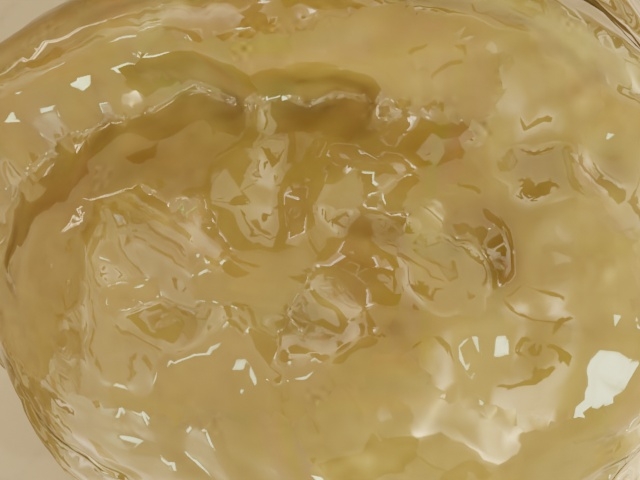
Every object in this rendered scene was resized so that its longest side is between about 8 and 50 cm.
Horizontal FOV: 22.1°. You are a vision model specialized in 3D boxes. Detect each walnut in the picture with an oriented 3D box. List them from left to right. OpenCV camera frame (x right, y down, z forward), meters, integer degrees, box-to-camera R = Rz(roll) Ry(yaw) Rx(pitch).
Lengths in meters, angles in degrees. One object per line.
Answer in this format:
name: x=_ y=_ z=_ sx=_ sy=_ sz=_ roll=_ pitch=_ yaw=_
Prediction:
walnut: x=0.014 y=-0.005 z=0.834 sx=0.384 sy=0.383 sz=0.383 roll=-22 pitch=142 yaw=-18
